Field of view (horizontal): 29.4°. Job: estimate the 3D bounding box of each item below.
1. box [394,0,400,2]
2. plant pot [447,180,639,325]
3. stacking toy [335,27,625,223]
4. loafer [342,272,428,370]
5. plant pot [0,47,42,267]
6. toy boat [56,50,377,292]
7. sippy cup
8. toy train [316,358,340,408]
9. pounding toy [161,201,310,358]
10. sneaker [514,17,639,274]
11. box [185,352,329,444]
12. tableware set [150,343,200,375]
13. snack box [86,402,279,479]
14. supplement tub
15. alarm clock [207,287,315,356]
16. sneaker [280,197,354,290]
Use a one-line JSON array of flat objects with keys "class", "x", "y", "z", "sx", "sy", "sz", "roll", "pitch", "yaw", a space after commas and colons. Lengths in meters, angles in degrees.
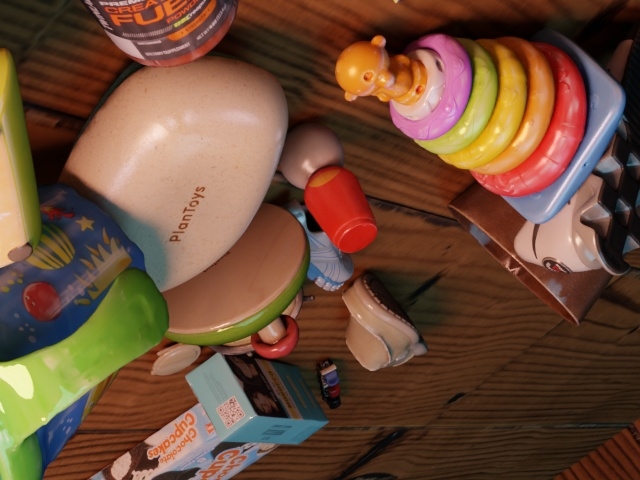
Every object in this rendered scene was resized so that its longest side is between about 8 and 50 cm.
[{"class": "box", "x": 0.148, "y": -0.272, "z": 1.023, "sx": 0.232, "sy": 0.087, "sz": 0.058, "roll": -20, "pitch": 155, "yaw": -22}, {"class": "plant pot", "x": 0.310, "y": -0.053, "z": 1.484, "sx": 0.230, "sy": 0.215, "sz": 0.215, "roll": -47, "pitch": 153, "yaw": 1}, {"class": "stacking toy", "x": 0.130, "y": -0.140, "z": 1.195, "sx": 0.301, "sy": 0.166, "sz": 0.175, "roll": 10, "pitch": 120, "yaw": -38}, {"class": "loafer", "x": 0.078, "y": 0.125, "z": 1.649, "sx": 0.092, "sy": 0.102, "sz": 0.268, "roll": -37, "pitch": 155, "yaw": 2}, {"class": "plant pot", "x": -0.301, "y": -0.079, "z": 0.772, "sx": 0.228, "sy": 0.207, "sz": 0.227, "roll": -21, "pitch": 153, "yaw": -19}, {"class": "toy boat", "x": -0.092, "y": -0.062, "z": 1.119, "sx": 0.318, "sy": 0.148, "sz": 0.267, "roll": 5, "pitch": 133, "yaw": -39}, {"class": "sippy cup", "x": -0.256, "y": 0.075, "z": 0.962, "sx": 0.224, "sy": 0.305, "sz": 0.240, "roll": -46, "pitch": 152, "yaw": -43}, {"class": "toy train", "x": 0.014, "y": 0.218, "z": 1.825, "sx": 0.027, "sy": 0.036, "sz": 0.158, "roll": -25, "pitch": 154, "yaw": -9}, {"class": "pounding toy", "x": -0.108, "y": 0.071, "z": 1.241, "sx": 0.236, "sy": 0.183, "sz": 0.110, "roll": -22, "pitch": 128, "yaw": 3}, {"class": "sneaker", "x": 0.298, "y": -0.113, "z": 1.344, "sx": 0.146, "sy": 0.331, "sz": 0.122, "roll": -3, "pitch": 143, "yaw": 47}, {"class": "box", "x": -0.079, "y": 0.213, "z": 1.625, "sx": 0.060, "sy": 0.100, "sz": 0.244, "roll": -37, "pitch": 159, "yaw": 12}, {"class": "tableware set", "x": -0.139, "y": 0.106, "z": 1.486, "sx": 0.141, "sy": 0.020, "sz": 0.169, "roll": -19, "pitch": 151, "yaw": -22}, {"class": "snack box", "x": -0.212, "y": 0.334, "z": 1.776, "sx": 0.322, "sy": 0.060, "sz": 0.187, "roll": -35, "pitch": 154, "yaw": 12}, {"class": "supplement tub", "x": -0.133, "y": -0.206, "z": 0.829, "sx": 0.106, "sy": 0.106, "sz": 0.198, "roll": -31, "pitch": 154, "yaw": 3}, {"class": "alarm clock", "x": -0.098, "y": 0.057, "z": 1.380, "sx": 0.129, "sy": 0.064, "sz": 0.192, "roll": -41, "pitch": 141, "yaw": 7}, {"class": "sneaker", "x": 0.000, "y": 0.000, "z": 1.384, "sx": 0.083, "sy": 0.071, "sz": 0.190, "roll": -43, "pitch": 152, "yaw": 13}]
